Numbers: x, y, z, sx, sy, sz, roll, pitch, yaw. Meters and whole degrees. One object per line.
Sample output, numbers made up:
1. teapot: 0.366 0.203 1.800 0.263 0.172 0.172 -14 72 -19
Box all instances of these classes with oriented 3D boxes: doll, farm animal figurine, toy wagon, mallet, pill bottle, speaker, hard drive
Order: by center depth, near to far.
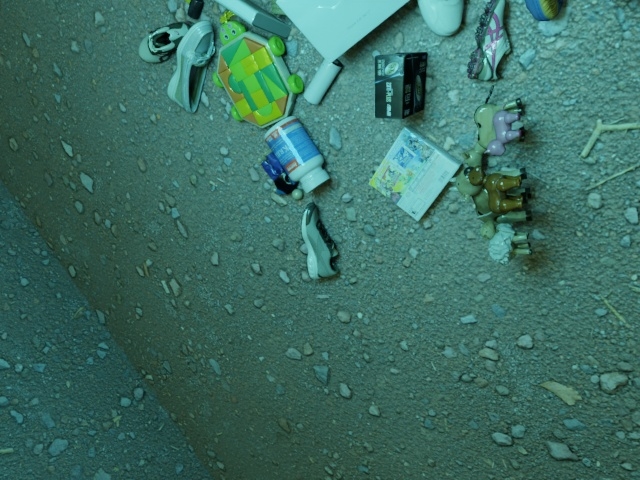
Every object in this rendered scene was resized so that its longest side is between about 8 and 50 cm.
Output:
1. farm animal figurine: 0.415 -0.152 1.130 0.172 0.330 0.327 -4 137 30
2. hard drive: -0.251 -0.681 1.296 0.307 0.203 0.040 38 114 12
3. speaker: 0.005 -0.464 1.332 0.055 0.055 0.136 44 126 7
4. toy wagon: -0.218 -0.523 1.407 0.267 0.068 0.345 -14 115 34
5. pill bottle: -0.067 -0.261 1.422 0.124 0.124 0.222 -33 92 37
6. mallet: -0.453 -0.785 1.481 0.189 0.039 0.062 39 128 16
7. doll: -0.126 -0.213 1.528 0.189 0.046 0.129 52 128 2

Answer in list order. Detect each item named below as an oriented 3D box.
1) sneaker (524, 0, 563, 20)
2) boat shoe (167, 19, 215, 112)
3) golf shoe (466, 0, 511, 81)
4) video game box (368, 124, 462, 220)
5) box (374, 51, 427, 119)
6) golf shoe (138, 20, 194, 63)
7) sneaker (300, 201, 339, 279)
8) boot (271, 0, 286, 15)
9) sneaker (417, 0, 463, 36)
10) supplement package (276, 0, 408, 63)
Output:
1. sneaker: 0.423 -0.608 1.003 0.131 0.111 0.297 -16 104 56
2. boat shoe: -0.410 -0.566 1.505 0.103 0.118 0.320 42 130 1
3. golf shoe: 0.409 -0.475 1.086 0.085 0.067 0.186 7 117 -1
4. video game box: 0.264 -0.189 1.304 0.187 0.048 0.205 38 125 9
5. box: 0.205 -0.396 1.163 0.077 0.180 0.148 11 116 27
6. golf shoe: -0.537 -0.665 1.531 0.272 0.120 0.105 -6 110 34
7. sneaker: 0.000 0.000 1.528 0.107 0.100 0.272 -4 113 17
8. boot: -0.033 -0.707 1.221 0.261 0.095 0.204 11 116 29
9. sneaker: 0.292 -0.606 1.008 0.169 0.108 0.293 -136 26 -62
10. supplement package: 0.060 -0.614 1.118 0.261 0.145 0.204 -28 126 32
